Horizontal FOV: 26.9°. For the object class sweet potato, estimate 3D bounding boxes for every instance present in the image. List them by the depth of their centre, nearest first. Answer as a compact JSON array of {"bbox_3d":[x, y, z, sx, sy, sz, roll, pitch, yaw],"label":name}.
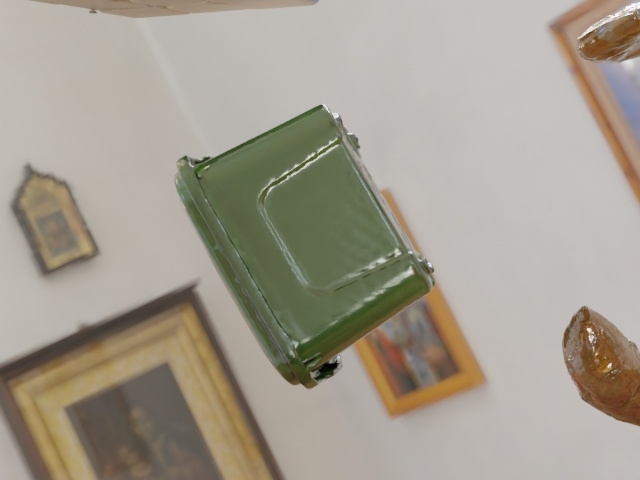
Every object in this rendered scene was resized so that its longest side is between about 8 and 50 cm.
[{"bbox_3d":[0.257,0.125,1.118,0.068,0.226,0.068,-32,35,26],"label":"sweet potato"}]

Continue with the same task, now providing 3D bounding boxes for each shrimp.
[{"bbox_3d":[0.329,-0.220,1.266,0.236,0.053,0.133,-22,-15,-46],"label":"shrimp"}]

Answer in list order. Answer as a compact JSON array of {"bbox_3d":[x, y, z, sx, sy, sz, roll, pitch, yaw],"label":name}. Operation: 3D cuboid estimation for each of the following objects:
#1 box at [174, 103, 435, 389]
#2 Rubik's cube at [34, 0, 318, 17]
[{"bbox_3d":[0.000,0.000,1.353,0.178,0.252,0.329,-29,-2,6],"label":"box"},{"bbox_3d":[-0.185,-0.432,1.624,0.291,0.290,0.292,1,5,26],"label":"Rubik's cube"}]
